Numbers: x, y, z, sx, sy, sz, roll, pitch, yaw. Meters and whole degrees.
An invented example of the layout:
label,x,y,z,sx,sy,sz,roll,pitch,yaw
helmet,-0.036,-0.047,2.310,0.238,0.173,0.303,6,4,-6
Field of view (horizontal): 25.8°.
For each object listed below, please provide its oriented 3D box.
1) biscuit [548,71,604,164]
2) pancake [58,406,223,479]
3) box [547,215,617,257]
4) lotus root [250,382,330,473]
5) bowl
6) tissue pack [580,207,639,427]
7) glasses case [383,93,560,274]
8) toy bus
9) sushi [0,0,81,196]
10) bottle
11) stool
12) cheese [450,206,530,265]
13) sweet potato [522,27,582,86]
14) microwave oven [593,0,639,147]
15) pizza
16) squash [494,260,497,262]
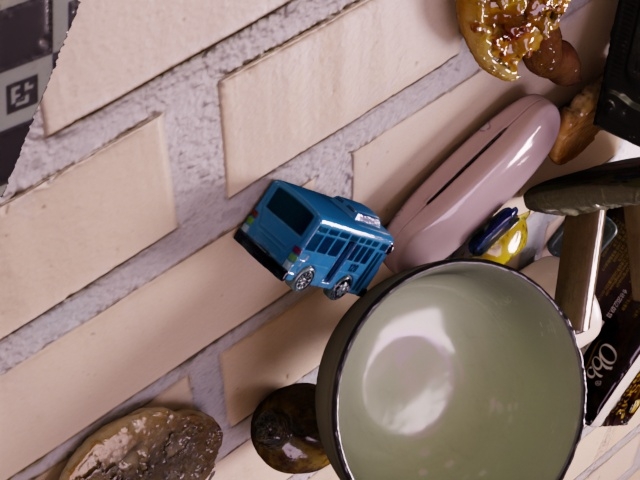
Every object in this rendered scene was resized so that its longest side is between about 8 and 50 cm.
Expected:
label,x,y,z,sx,sy,sz,roll,pitch,yaw
biscuit,0.370,-0.174,1.918,0.224,0.033,0.144,-37,158,-36
pancake,-0.232,0.303,1.670,0.282,0.049,0.282,-35,149,-25
box,0.406,-0.002,2.162,0.099,0.074,0.054,-52,165,7
lotus root,-0.028,0.243,1.815,0.120,0.120,0.209,-55,152,11
bowl,0.137,0.191,1.747,0.353,0.185,0.354,-1,93,-23
tissue pack,0.488,0.112,2.266,0.198,0.210,0.370,0,126,-59
glasses case,0.191,-0.068,1.774,0.297,0.075,0.113,-44,154,-10
toy bus,0.000,0.000,1.581,0.106,0.090,0.184,-57,150,11
sushi,-0.301,-0.165,0.998,0.292,0.059,0.294,-2,127,-52
bottle,0.289,0.136,2.096,0.236,0.147,0.148,-29,146,-19
stool,0.485,-0.005,1.958,0.310,0.310,0.226,-16,99,-42
cheese,0.229,0.005,1.884,0.156,0.064,0.250,-42,169,-8
sweet potato,0.285,-0.228,1.735,0.065,0.051,0.218,-54,151,2
microwave oven,0.487,-0.253,1.753,0.181,0.237,0.295,-23,131,-39
pizza,0.222,-0.291,1.522,0.161,0.085,0.305,-28,143,-18
squash,0.188,0.115,1.901,0.191,0.085,0.184,-21,158,14
